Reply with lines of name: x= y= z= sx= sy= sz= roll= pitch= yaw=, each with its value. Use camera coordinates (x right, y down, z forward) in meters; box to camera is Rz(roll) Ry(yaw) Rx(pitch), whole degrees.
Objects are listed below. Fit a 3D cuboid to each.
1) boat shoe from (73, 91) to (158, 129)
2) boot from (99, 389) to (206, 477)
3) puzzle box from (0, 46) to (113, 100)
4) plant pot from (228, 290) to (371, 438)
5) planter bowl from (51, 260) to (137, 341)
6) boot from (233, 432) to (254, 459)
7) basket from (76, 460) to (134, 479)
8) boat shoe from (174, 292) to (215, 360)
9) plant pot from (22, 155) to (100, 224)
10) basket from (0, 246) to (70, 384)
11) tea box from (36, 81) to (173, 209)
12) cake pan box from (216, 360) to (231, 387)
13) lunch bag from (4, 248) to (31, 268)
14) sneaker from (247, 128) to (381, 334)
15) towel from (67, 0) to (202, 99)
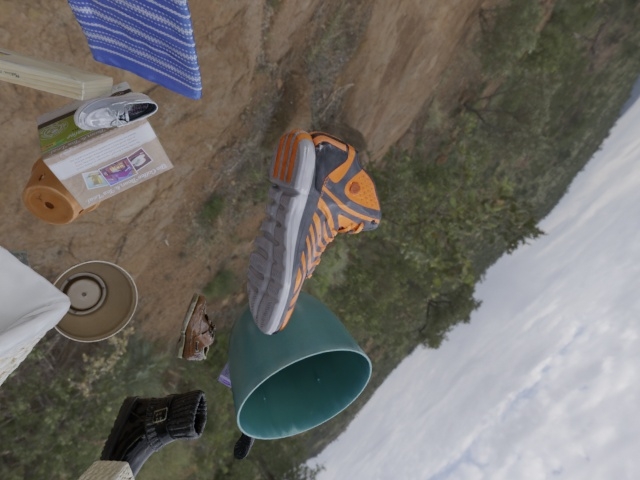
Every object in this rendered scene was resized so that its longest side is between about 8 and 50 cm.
boat shoe: x=-0.457 y=-0.288 z=0.957 sx=0.184 sy=0.063 sz=0.066 roll=-32 pitch=141 yaw=-47
boot: x=-0.495 y=0.613 z=1.270 sx=0.347 sy=0.260 sz=0.131 roll=-92 pitch=-179 yaw=-48
puzzle box: x=-0.841 y=-0.486 z=1.189 sx=0.272 sy=0.409 sz=0.052 roll=-109 pitch=-147 yaw=-65
plant pot: x=-0.070 y=0.248 z=0.937 sx=0.293 sy=0.235 sz=0.292 roll=-15 pitch=133 yaw=-17
planter bowl: x=-0.480 y=0.117 z=0.870 sx=0.162 sy=0.109 sz=0.161 roll=-4 pitch=96 yaw=-42
boot: x=-0.201 y=0.570 z=1.234 sx=0.099 sy=0.045 sz=0.121 roll=39 pitch=71 yaw=-72
basket: x=-0.539 y=0.626 z=1.013 sx=0.167 sy=0.114 sz=0.103 roll=-53 pitch=138 yaw=-73
boat shoe: x=-0.374 y=0.272 z=1.309 sx=0.307 sy=0.105 sz=0.110 roll=117 pitch=-12 yaw=-45
plant pot: x=-1.067 y=-0.199 z=1.738 sx=0.203 sy=0.291 sz=0.290 roll=-85 pitch=-160 yaw=-49
basket: x=-0.565 y=0.107 z=0.479 sx=0.266 sy=0.328 sz=0.331 roll=-49 pitch=-173 yaw=6
tea box: x=-0.735 y=-0.335 z=1.443 sx=0.329 sy=0.323 sz=0.220 roll=-30 pitch=140 yaw=-13
cake pan box: x=-0.119 y=0.338 z=1.207 sx=0.266 sy=0.246 sz=0.070 roll=-58 pitch=-179 yaw=-36
lunch bag: x=-1.264 y=0.193 z=1.611 sx=0.287 sy=0.235 sz=0.169 roll=-22 pitch=174 yaw=3
sneaker: x=0.000 y=0.000 z=0.664 sx=0.180 sy=0.125 sz=0.320 roll=5 pitch=108 yaw=-35
towel: x=-0.339 y=-0.380 z=0.750 sx=0.336 sy=0.243 sz=0.040 roll=137 pitch=-24 yaw=-76
